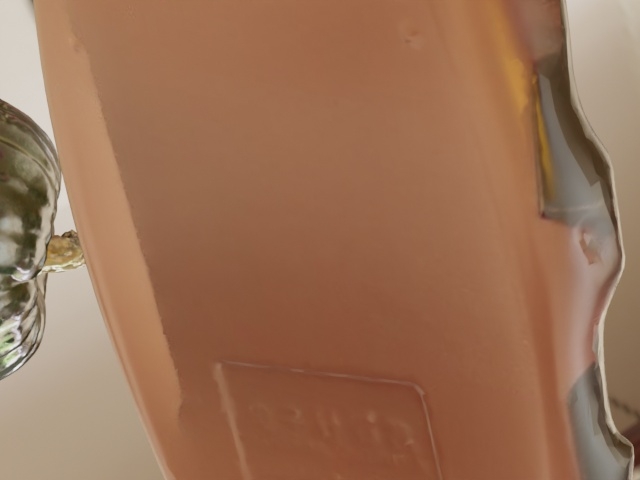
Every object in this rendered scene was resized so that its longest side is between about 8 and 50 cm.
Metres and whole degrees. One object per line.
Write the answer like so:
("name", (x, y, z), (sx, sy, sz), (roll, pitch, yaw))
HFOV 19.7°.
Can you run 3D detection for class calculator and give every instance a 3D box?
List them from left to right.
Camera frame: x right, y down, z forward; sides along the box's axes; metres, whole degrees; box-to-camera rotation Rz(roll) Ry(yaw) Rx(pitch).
("calculator", (0.000, 0.000, 0.620), (0.220, 0.048, 0.329), (2, 113, 36))

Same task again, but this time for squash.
("squash", (-0.252, -0.001, 1.231), (0.172, 0.218, 0.218), (21, 152, 13))
